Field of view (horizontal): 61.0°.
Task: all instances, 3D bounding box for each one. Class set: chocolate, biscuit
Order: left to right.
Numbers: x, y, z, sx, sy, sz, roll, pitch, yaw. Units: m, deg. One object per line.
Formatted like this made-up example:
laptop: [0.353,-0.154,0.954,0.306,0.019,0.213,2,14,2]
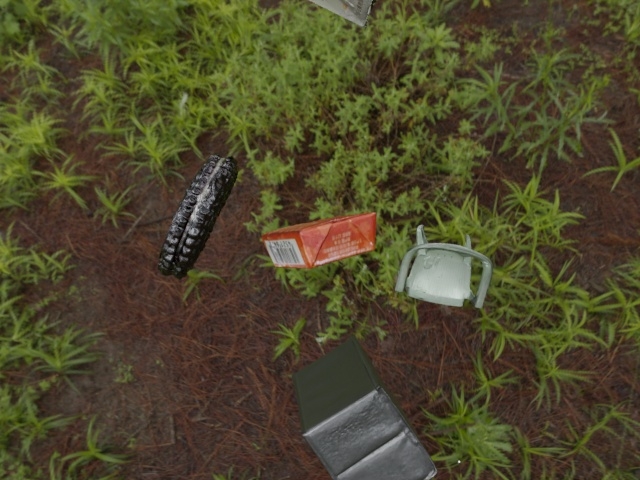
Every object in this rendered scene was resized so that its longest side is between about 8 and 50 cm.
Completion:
biscuit: [-0.172,-0.035,0.767,0.053,0.194,0.194,25,74,-9]
chocolate: [0.000,0.000,1.434,0.235,0.237,0.108,-16,95,-31]

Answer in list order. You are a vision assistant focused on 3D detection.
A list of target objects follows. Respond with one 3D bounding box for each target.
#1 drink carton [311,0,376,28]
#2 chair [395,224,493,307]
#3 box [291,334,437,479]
drink carton: [-0.022,-0.548,0.978,0.325,0.194,0.132,25,81,-1]
chair: [0.291,0.062,1.306,0.204,0.274,0.190,11,107,4]
box: [0.088,0.428,1.313,0.204,0.345,0.251,-33,100,-1]
